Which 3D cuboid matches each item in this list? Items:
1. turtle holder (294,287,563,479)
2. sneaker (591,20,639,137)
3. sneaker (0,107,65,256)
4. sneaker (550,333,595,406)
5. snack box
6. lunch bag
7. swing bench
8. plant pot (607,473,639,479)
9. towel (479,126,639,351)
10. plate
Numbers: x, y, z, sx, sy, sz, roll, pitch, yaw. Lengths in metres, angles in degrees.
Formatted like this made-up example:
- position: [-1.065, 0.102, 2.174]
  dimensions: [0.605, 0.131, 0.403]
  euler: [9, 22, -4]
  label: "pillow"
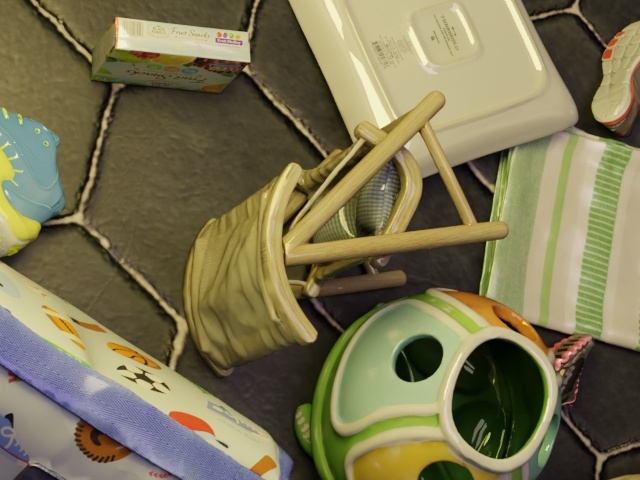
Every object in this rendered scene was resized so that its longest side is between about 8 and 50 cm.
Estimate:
- position: [0.103, 0.189, 1.549]
  dimensions: [0.320, 0.227, 0.243]
  euler: [-36, 95, -25]
  label: "turtle holder"
- position: [0.368, -0.190, 1.846]
  dimensions: [0.065, 0.061, 0.158]
  euler: [45, 63, -38]
  label: "sneaker"
- position: [-0.334, -0.102, 1.519]
  dimensions: [0.126, 0.091, 0.240]
  euler: [-30, 91, -44]
  label: "sneaker"
- position: [0.268, 0.155, 1.730]
  dimensions: [0.119, 0.047, 0.057]
  euler: [-46, 105, -17]
  label: "sneaker"
- position: [-0.154, -0.187, 1.591]
  dimensions: [0.141, 0.100, 0.037]
  euler: [4, 76, -21]
  label: "snack box"
- position: [-0.227, 0.173, 1.327]
  dimensions: [0.328, 0.385, 0.239]
  euler: [35, 68, -14]
  label: "lunch bag"
- position: [0.000, 0.000, 1.532]
  dimensions: [0.255, 0.253, 0.165]
  euler: [-26, 89, -26]
  label: "swing bench"
- position: [0.451, 0.356, 1.632]
  dimensions: [0.305, 0.334, 0.333]
  euler: [1, 78, -12]
  label: "plant pot"
- position: [0.345, -0.001, 1.797]
  dimensions: [0.325, 0.038, 0.247]
  euler: [16, 74, -19]
  label: "towel"
- position: [0.129, -0.220, 1.730]
  dimensions: [0.278, 0.045, 0.277]
  euler: [-19, 80, -23]
  label: "plate"
